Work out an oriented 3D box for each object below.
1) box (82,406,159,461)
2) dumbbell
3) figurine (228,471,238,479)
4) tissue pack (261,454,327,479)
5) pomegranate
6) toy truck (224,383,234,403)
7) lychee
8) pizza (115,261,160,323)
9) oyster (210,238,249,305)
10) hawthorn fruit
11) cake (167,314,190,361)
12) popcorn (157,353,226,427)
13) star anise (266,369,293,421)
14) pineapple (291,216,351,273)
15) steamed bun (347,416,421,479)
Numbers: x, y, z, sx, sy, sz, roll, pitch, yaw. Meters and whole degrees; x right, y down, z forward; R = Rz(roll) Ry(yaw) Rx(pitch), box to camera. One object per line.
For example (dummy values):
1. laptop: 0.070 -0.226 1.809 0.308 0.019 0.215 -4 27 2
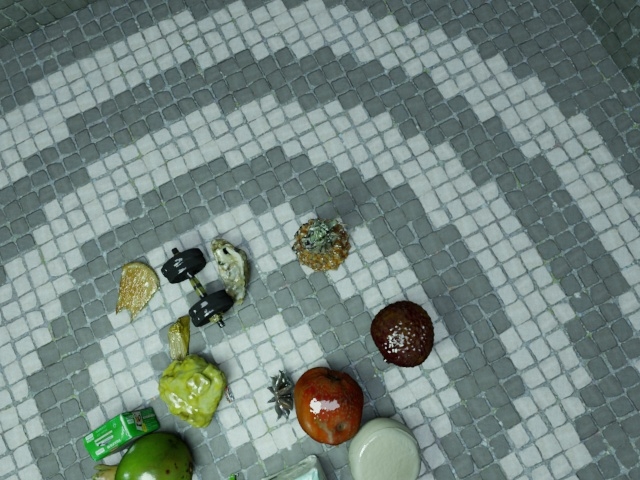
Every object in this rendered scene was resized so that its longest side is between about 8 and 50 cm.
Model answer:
1. box: -0.756 0.737 1.598 0.180 0.250 0.102 -32 74 -4
2. dumbbell: -0.503 0.191 1.705 0.185 0.185 0.388 -35 81 -3
3. figurine: -0.336 0.999 1.605 0.193 0.147 0.126 -28 100 17
4. tissue pack: -0.065 1.040 1.549 0.266 0.194 0.356 -24 81 -3
5. pomegranate: -0.655 0.833 1.541 0.360 0.310 0.215 0 86 -4
6. toy truck: -0.381 0.627 1.712 0.032 0.024 0.083 -24 82 -24
7. lychee: 0.318 0.360 1.609 0.261 0.260 0.260 0 81 2
8. pizza: -0.787 0.224 1.787 0.181 0.034 0.261 11 81 5
9. oyster: -0.374 0.130 1.768 0.166 0.094 0.293 -8 91 20
10. hawthorn fruit: 0.034 0.635 1.578 0.276 0.275 0.298 -9 87 1
11. cake: -0.590 0.404 1.751 0.080 0.116 0.184 -6 113 6
12. popcorn: -0.503 0.580 1.634 0.250 0.235 0.241 21 72 36
13. star anise: -0.149 0.616 1.654 0.061 0.181 0.204 0 77 -35
14. pineapple: 0.000 0.000 1.667 0.263 0.271 0.261 0 81 3
15. steamed bun: 0.234 0.808 1.577 0.284 0.177 0.282 0 89 -12
